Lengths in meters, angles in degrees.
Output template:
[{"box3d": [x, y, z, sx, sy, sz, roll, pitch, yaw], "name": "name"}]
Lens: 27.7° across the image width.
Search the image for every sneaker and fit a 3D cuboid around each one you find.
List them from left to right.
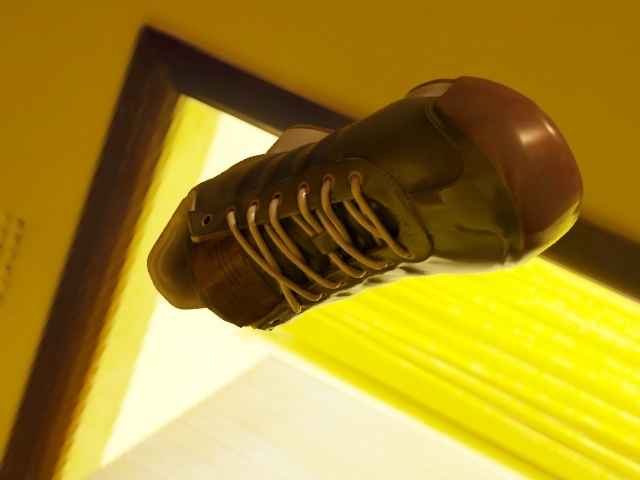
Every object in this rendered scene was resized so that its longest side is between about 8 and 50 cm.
[{"box3d": [0.000, 0.000, 0.426, 0.086, 0.064, 0.192, -35, 14, -20], "name": "sneaker"}]
